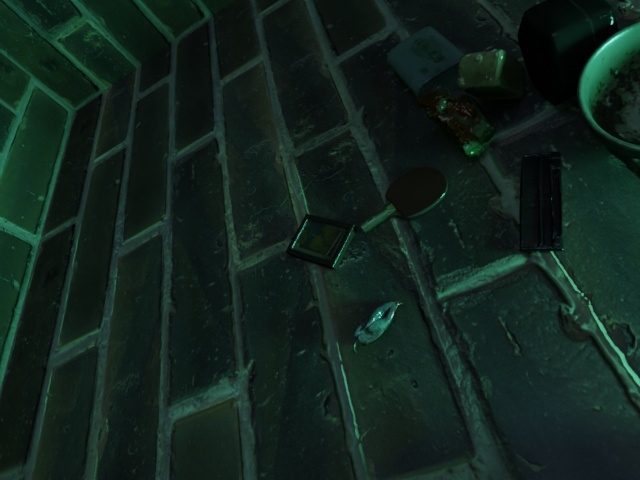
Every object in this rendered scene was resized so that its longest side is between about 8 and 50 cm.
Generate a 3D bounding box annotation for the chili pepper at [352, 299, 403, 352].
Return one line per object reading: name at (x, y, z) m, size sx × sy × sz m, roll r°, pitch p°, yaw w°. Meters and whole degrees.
chili pepper at (0.121, 0.183, 0.962) m, size 0.153 × 0.041 × 0.050 m, roll -43°, pitch 90°, yaw 0°

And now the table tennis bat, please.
table tennis bat at (0.207, -0.098, 1.109) m, size 0.246 × 0.022 × 0.138 m, roll -33°, pitch 48°, yaw 6°

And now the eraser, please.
eraser at (0.315, -0.516, 1.271) m, size 0.174 × 0.081 × 0.227 m, roll -31°, pitch 49°, yaw 10°

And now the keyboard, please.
keyboard at (0.472, -0.088, 0.938) m, size 0.087 × 0.017 × 0.251 m, roll -2°, pitch 61°, yaw 29°

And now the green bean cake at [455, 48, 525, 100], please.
green bean cake at (0.419, -0.400, 1.065) m, size 0.109 × 0.179 × 0.085 m, roll 11°, pitch 101°, yaw 42°

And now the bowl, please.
bowl at (0.655, -0.268, 0.841) m, size 0.289 × 0.146 × 0.289 m, roll -9°, pitch 69°, yaw 25°

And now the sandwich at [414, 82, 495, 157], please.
sandwich at (0.336, -0.308, 1.074) m, size 0.109 × 0.160 × 0.185 m, roll -44°, pitch 37°, yaw 25°

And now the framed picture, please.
framed picture at (0.000, 0.000, 1.166) m, size 0.168 × 0.023 × 0.128 m, roll 16°, pitch 70°, yaw 38°

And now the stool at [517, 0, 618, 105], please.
stool at (0.556, -0.437, 0.984) m, size 0.141 × 0.232 × 0.232 m, roll -25°, pitch 51°, yaw 13°
